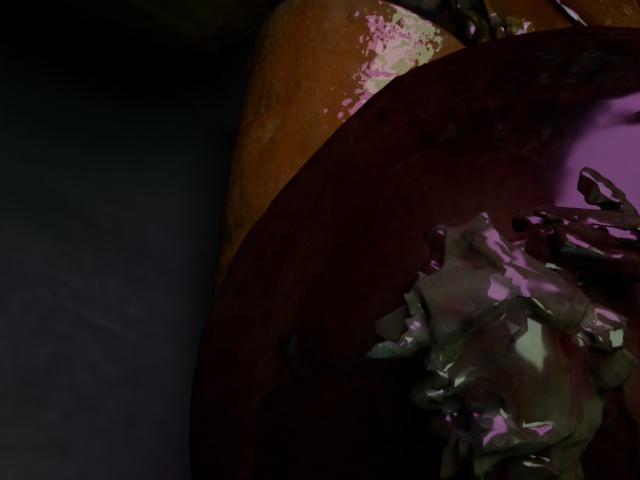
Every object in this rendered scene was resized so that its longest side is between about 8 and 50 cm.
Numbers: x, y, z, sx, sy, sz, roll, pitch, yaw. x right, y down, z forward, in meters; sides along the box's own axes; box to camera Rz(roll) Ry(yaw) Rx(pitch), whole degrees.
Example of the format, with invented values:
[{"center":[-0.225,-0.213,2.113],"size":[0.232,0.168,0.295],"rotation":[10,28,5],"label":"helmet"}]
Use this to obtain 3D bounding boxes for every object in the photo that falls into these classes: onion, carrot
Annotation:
[{"center":[0.098,0.059,0.482],"size":[0.347,0.285,0.348],"rotation":[-7,71,19],"label":"onion"},{"center":[0.000,0.000,0.705],"size":[0.159,0.159,0.225],"rotation":[24,65,-4],"label":"carrot"}]

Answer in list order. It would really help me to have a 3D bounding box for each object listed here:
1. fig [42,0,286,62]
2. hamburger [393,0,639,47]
[{"center":[-0.097,-0.285,0.741],"size":[0.343,0.343,0.343],"rotation":[10,56,-14],"label":"fig"},{"center":[0.168,-0.130,0.833],"size":[0.261,0.139,0.243],"rotation":[10,51,-24],"label":"hamburger"}]
